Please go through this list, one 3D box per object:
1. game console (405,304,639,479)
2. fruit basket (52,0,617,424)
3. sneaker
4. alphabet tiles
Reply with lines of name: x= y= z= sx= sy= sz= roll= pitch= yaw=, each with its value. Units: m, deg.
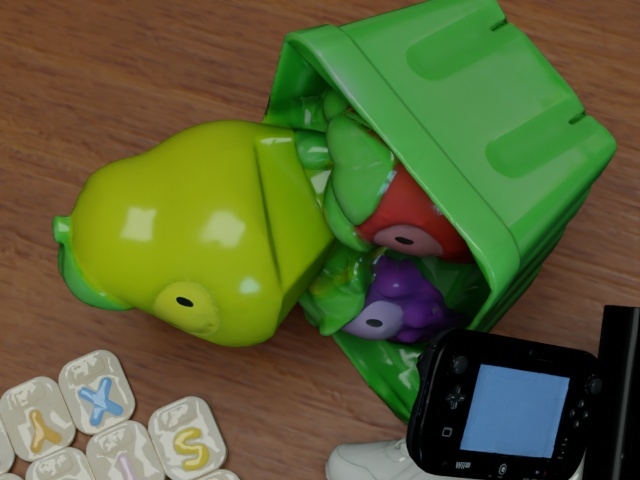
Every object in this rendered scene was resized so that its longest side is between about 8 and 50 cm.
game console: x=0.188 y=0.149 z=1.440 sx=0.044 sy=0.361 sz=0.213 roll=3 pitch=84 yaw=43
fruit basket: x=0.000 y=0.000 z=1.485 sx=0.392 sy=0.392 sz=0.283 roll=-37 pitch=76 yaw=-5
sneaker: x=0.118 y=0.168 z=1.551 sx=0.232 sy=0.090 sz=0.115 roll=2 pitch=108 yaw=11
alphabet tiles: x=-0.204 y=0.244 z=1.619 sx=0.284 sy=0.021 sz=0.278 roll=-23 pitch=76 yaw=-2
